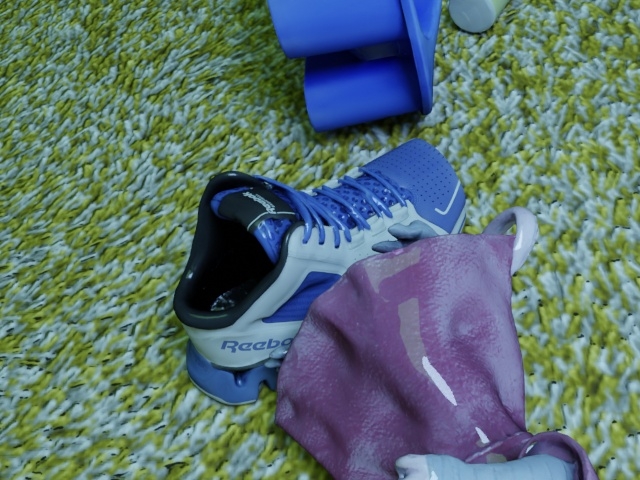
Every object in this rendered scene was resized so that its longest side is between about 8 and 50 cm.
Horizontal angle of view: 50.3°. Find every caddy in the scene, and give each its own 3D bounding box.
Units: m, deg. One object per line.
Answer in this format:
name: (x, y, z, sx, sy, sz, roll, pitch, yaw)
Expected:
caddy: (0.044, -0.281, 0.748, 0.179, 0.241, 0.341, -15, 55, 9)

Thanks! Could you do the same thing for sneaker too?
sneaker: (-0.001, 0.001, 0.595, 0.315, 0.182, 0.127, -38, 59, -15)

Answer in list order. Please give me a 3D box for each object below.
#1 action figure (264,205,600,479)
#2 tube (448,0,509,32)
action figure: (0.119, 0.179, 0.480, 0.276, 0.248, 0.370, -13, 48, -32)
tube: (0.238, -0.360, 0.875, 0.070, 0.062, 0.240, 42, 60, -11)
